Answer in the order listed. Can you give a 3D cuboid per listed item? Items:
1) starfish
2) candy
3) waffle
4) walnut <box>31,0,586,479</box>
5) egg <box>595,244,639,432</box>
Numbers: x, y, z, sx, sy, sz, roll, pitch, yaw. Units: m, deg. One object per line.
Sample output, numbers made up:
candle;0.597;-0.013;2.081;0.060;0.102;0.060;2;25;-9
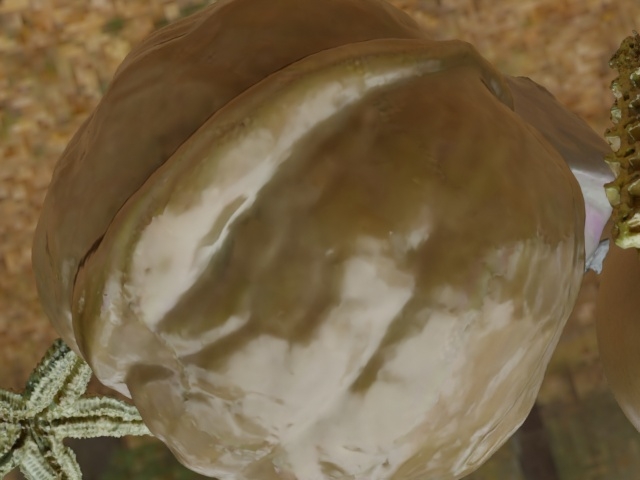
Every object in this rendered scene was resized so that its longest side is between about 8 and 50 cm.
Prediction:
starfish;-0.301;0.212;1.985;0.347;0.078;0.358;-29;142;-23
candy;0.146;-0.052;1.600;0.195;0.185;0.137;2;127;-42
waffle;0.236;-0.064;1.367;0.046;0.192;0.160;-28;157;33
walnut;0.000;0.000;1.035;0.285;0.296;0.285;-33;153;-20
egg;0.425;0.084;1.883;0.301;0.301;0.374;-17;-166;5
